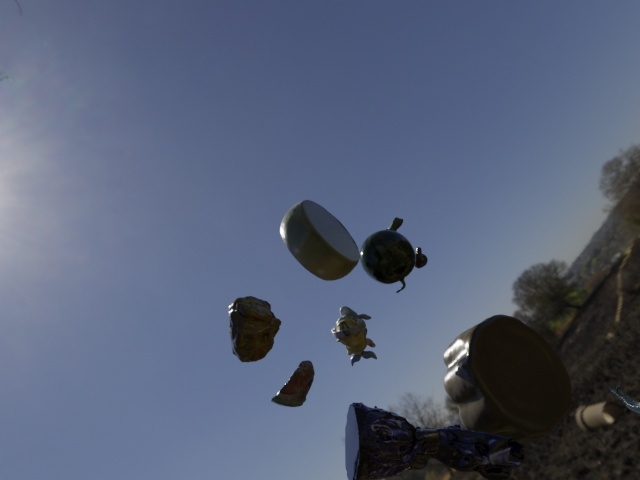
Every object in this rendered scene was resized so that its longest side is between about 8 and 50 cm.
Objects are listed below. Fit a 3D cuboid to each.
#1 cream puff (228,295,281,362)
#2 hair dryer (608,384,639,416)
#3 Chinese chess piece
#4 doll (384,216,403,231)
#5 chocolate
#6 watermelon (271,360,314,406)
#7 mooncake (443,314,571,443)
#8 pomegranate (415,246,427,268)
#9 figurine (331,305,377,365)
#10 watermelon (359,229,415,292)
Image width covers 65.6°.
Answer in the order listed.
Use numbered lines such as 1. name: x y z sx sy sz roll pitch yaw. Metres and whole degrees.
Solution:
1. cream puff: -0.252 0.315 1.795 0.196 0.244 0.244 12 -61 -35
2. hair dryer: 0.629 0.368 0.955 0.199 0.067 0.167 119 154 -75
3. Chinese chess piece: 0.000 0.000 1.413 0.101 0.250 0.250 -43 -22 20
4. doll: 0.314 -0.030 2.168 0.150 0.077 0.115 -63 -21 13
5. chocolate: 0.202 0.365 0.880 0.343 0.126 0.148 10 -52 -17
6. watermelon: -0.058 0.400 1.368 0.139 0.071 0.187 -63 -17 5
7. mooncake: 0.557 0.432 1.529 0.378 0.378 0.201 -29 -17 -37
8. pomegranate: 0.425 0.077 2.125 0.073 0.073 0.084 -22 -43 -44
9. figurine: 0.114 0.322 1.690 0.128 0.208 0.184 -22 -2 17
10. watermelon: 0.237 0.068 1.704 0.188 0.214 0.188 -29 -13 -7
